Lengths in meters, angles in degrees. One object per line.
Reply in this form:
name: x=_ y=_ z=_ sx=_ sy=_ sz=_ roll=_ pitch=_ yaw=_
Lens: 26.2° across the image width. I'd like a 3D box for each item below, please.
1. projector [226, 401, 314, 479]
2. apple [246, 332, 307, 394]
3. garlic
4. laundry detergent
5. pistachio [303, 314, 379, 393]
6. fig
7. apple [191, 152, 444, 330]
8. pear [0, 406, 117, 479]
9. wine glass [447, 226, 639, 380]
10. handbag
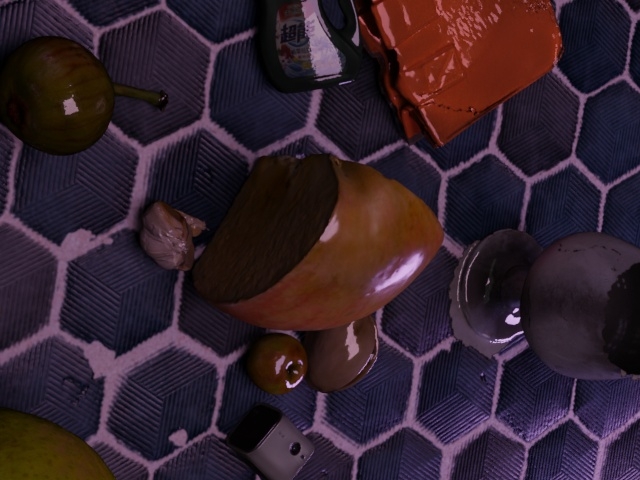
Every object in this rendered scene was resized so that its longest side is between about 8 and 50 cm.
projector: x=-0.072 y=0.293 z=1.975 sx=0.083 sy=0.083 sz=0.082 roll=-49 pitch=120 yaw=-17
apple: x=-0.062 y=0.176 z=1.970 sx=0.089 sy=0.074 sz=0.090 roll=-7 pitch=103 yaw=-34
garlic: x=-0.202 y=-0.001 z=1.850 sx=0.074 sy=0.094 sz=0.113 roll=-26 pitch=125 yaw=16
laundry detergent: x=-0.020 y=-0.322 z=1.912 sx=0.144 sy=0.078 sz=0.222 roll=-10 pitch=102 yaw=-7
pistachio: x=0.029 y=0.153 z=2.013 sx=0.113 sy=0.113 sz=0.149 roll=33 pitch=86 yaw=-33
fig: x=-0.290 y=-0.197 z=1.739 sx=0.259 sy=0.151 sz=0.151 roll=-28 pitch=114 yaw=-51
apple: x=0.000 y=0.000 z=1.845 sx=0.314 sy=0.309 sz=0.252 roll=-15 pitch=106 yaw=-29
pear: x=-0.381 y=0.383 z=1.618 sx=0.391 sy=0.391 sz=0.391 roll=-6 pitch=100 yaw=-33
wine glass: x=0.379 y=0.096 z=2.103 sx=0.238 sy=0.323 sz=0.238 roll=-4 pitch=98 yaw=-31
handbag: x=0.173 y=-0.374 z=2.022 sx=0.303 sy=0.116 sz=0.410 roll=-34 pitch=114 yaw=-21
